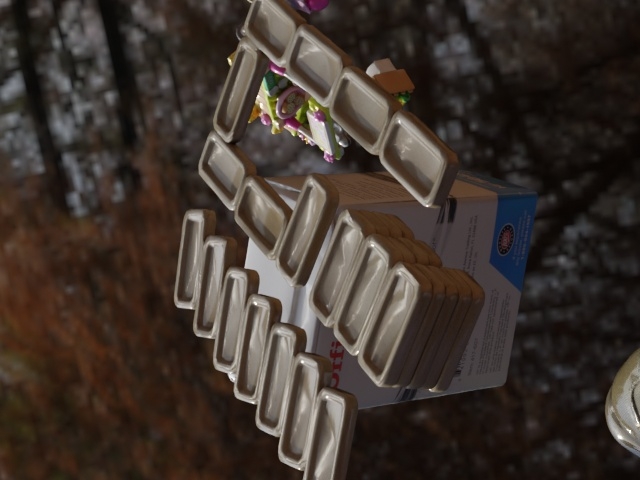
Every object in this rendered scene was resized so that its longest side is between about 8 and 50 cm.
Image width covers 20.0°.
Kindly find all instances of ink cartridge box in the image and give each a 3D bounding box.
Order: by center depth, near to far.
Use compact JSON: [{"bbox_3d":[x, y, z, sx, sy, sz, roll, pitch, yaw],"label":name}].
[{"bbox_3d":[0.045,0.031,1.255,0.203,0.148,0.086,-3,-162,-43],"label":"ink cartridge box"}]

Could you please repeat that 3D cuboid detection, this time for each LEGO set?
[{"bbox_3d":[0.017,-0.129,1.659,0.107,0.132,0.287,37,-178,29],"label":"LEGO set"}]

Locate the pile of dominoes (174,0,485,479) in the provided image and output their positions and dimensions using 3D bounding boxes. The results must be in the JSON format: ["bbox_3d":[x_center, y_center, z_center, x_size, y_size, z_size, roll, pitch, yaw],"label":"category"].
[{"bbox_3d":[0.000,0.000,0.964,0.040,0.196,0.251,8,-157,-30],"label":"pile of dominoes"}]

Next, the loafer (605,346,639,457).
[{"bbox_3d":[0.171,0.079,0.672,0.148,0.050,0.056,22,-115,25],"label":"loafer"}]
